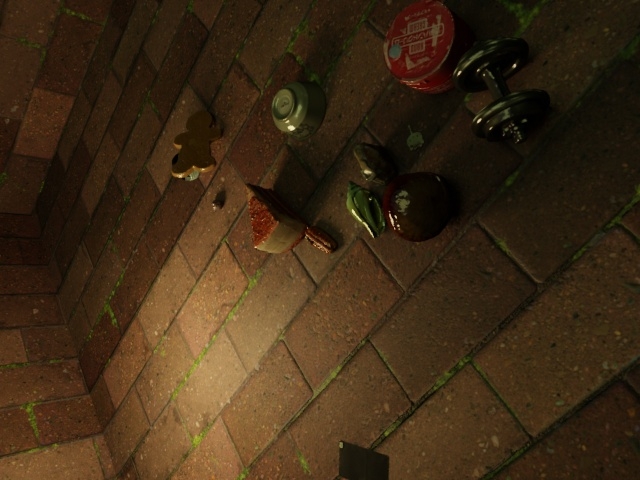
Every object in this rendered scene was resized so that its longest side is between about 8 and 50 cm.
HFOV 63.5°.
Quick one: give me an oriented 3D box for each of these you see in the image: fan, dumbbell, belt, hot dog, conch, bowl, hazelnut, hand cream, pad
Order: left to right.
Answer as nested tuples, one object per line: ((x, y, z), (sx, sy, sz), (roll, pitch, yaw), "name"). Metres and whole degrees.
((-0.580, -0.321, 2.237), (0.105, 0.140, 0.058), (-36, 51, -16), "belt")
((-0.093, -0.462, 1.807), (0.211, 0.112, 0.212), (-1, 88, 42), "bowl")
((-0.001, 0.000, 1.736), (0.144, 0.038, 0.062), (37, 111, 38), "hot dog")
((0.130, 0.695, 1.592), (0.193, 0.004, 0.116), (0, 88, 42), "pad")
((0.136, -0.106, 1.594), (0.095, 0.079, 0.201), (-45, 75, 16), "conch")
((0.255, -0.096, 1.421), (0.208, 0.208, 0.208), (-4, 85, 43), "hazelnut")
((0.274, -0.306, 1.526), (0.056, 0.004, 0.083), (-30, 67, 37), "fan")
((0.301, -0.524, 1.421), (0.230, 0.149, 0.230), (-6, 81, 41), "hand cream")
((0.435, -0.365, 1.255), (0.192, 0.192, 0.290), (-30, 69, 38), "dumbbell")

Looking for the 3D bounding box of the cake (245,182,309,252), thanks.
((-0.156, -0.105, 1.809), (0.159, 0.158, 0.262), (-25, 69, 34), "cake")

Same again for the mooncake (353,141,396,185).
((0.164, -0.234, 1.541), (0.073, 0.125, 0.130), (-38, 66, 29), "mooncake")

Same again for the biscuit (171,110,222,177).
((-0.510, -0.407, 2.166), (0.215, 0.047, 0.340), (-10, 58, 6), "biscuit")

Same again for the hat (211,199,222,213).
((-0.428, -0.144, 2.147), (0.087, 0.042, 0.058), (141, 123, -73), "hat")
